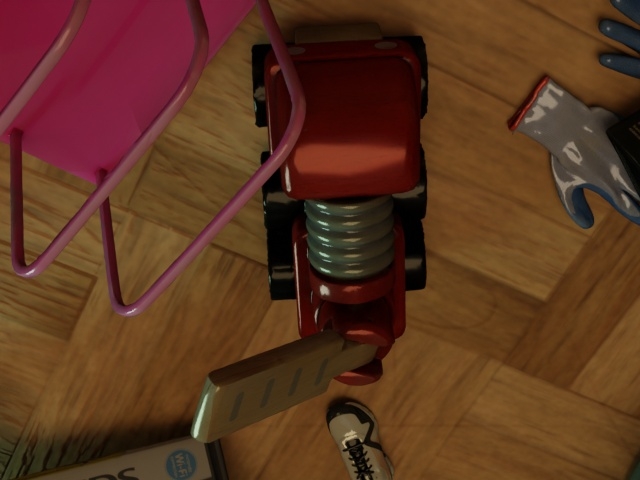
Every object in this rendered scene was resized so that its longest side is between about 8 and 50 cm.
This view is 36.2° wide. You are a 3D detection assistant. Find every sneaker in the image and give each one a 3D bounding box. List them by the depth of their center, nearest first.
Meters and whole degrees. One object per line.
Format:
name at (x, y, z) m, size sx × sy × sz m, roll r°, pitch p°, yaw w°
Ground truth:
sneaker at (0.037, 0.184, 0.839) m, size 0.040 × 0.043 × 0.109 m, roll -23°, pitch 116°, yaw 12°

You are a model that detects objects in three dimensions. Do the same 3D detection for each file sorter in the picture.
file sorter at (-0.180, -0.110, 0.538) m, size 0.291 × 0.182 × 0.202 m, roll 26°, pitch 119°, yaw -35°

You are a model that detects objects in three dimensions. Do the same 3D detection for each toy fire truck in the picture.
toy fire truck at (0.000, 0.000, 0.617) m, size 0.159 × 0.246 × 0.217 m, roll -3°, pitch 119°, yaw -2°

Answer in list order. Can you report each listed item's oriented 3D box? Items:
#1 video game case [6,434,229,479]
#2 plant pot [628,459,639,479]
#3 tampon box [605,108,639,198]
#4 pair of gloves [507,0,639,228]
video game case at (-0.172, 0.313, 0.774) m, size 0.248 × 0.035 × 0.274 m, roll -12°, pitch 76°, yaw -13°
plant pot at (0.379, 0.290, 0.809) m, size 0.248 × 0.247 × 0.252 m, roll -11°, pitch 102°, yaw 3°
tampon box at (0.302, -0.054, 0.662) m, size 0.161 × 0.101 × 0.120 m, roll -30°, pitch 118°, yaw 10°
pair of gloves at (0.234, -0.095, 0.705) m, size 0.159 × 0.023 × 0.198 m, roll 30°, pitch 113°, yaw -18°
